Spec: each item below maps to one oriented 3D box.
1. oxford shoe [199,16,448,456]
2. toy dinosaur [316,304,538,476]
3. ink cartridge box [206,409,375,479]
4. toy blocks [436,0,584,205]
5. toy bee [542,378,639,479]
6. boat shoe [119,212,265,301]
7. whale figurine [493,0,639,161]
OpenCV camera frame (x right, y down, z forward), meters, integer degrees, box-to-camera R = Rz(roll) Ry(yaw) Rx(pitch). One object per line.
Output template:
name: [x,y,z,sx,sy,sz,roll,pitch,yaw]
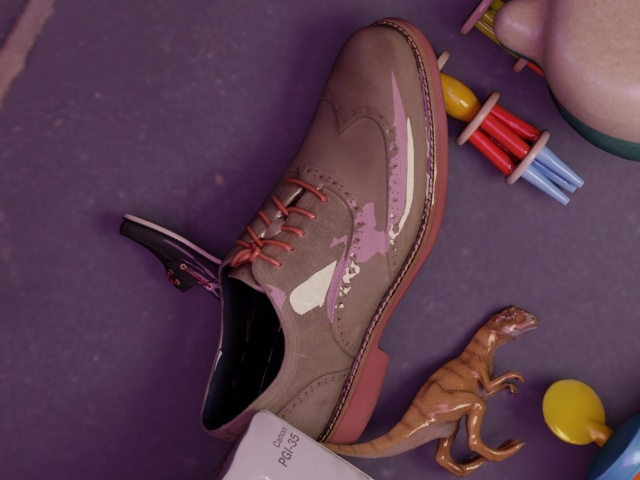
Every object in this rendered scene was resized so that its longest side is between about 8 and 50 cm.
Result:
oxford shoe: [0.000,0.000,1.491,0.130,0.123,0.348,6,99,-41]
toy dinosaur: [0.092,0.136,1.550,0.211,0.064,0.112,-40,100,-22]
ink cartridge box: [-0.089,0.293,1.463,0.117,0.207,0.283,33,125,-4]
toy blocks: [0.159,-0.109,1.527,0.148,0.054,0.123,37,97,-3]
toy bee: [0.283,0.166,1.525,0.298,0.162,0.195,-25,105,30]
boat shoe: [-0.101,0.021,1.559,0.133,0.049,0.042,30,90,-6]
whale figurine: [0.231,-0.177,1.472,0.216,0.141,0.272,-21,60,-2]
